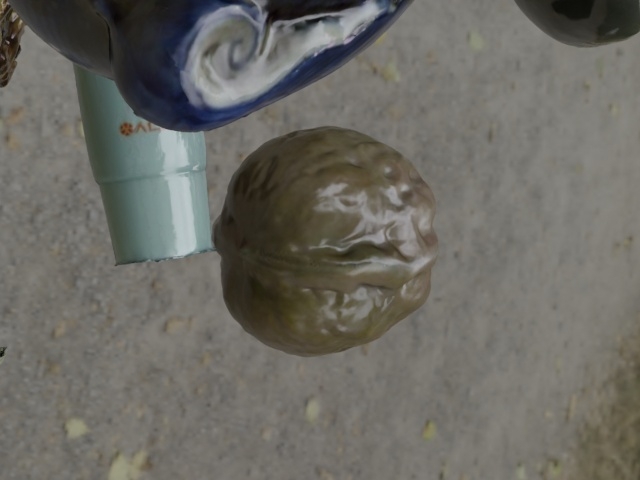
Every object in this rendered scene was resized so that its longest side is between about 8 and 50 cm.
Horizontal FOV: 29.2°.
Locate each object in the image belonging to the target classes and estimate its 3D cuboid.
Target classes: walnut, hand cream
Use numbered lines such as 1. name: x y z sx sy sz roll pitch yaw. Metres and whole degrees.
1. walnut: 0.002 0.001 1.314 0.248 0.248 0.248 -18 111 -57
2. hand cream: -0.101 -0.154 0.601 0.058 0.085 0.331 -171 -107 -86

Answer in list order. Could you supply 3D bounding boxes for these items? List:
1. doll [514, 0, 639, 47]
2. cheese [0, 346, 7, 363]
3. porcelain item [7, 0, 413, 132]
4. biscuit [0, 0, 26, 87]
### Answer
1. doll: 0.186 -0.367 1.126 0.252 0.382 0.378 -22 161 -23
2. cheese: -0.397 0.121 1.158 0.127 0.235 0.050 55 29 9
3. porcelain item: -0.085 -0.159 0.335 0.288 0.138 0.186 55 47 -9
4. biscuit: -0.354 -0.246 1.312 0.289 0.081 0.334 -82 -163 -50
